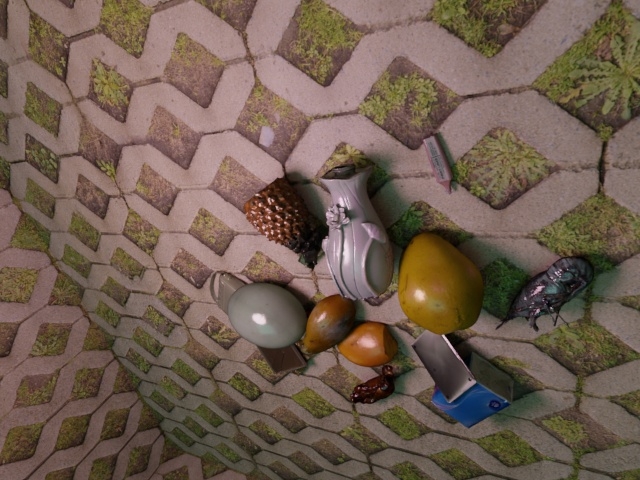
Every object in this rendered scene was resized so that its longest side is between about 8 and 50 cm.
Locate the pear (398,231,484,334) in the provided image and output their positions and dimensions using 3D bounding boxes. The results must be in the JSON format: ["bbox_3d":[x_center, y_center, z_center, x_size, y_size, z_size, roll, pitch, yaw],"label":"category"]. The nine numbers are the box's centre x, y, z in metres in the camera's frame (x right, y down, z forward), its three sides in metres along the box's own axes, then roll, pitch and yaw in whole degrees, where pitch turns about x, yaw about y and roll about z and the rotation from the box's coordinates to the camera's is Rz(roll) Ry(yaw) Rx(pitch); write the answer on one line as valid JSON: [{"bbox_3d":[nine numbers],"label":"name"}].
[{"bbox_3d":[0.398,0.143,1.358,0.284,0.284,0.337,-1,80,30],"label":"pear"}]

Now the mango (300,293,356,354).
[{"bbox_3d":[0.029,0.367,1.721,0.192,0.146,0.317,25,105,-29],"label":"mango"}]

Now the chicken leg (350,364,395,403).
[{"bbox_3d":[0.262,0.659,1.853,0.157,0.096,0.407,10,141,-15],"label":"chicken leg"}]

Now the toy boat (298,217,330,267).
[{"bbox_3d":[0.000,0.000,1.594,0.093,0.055,0.293,38,131,0],"label":"toy boat"}]

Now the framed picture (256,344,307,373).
[{"bbox_3d":[-0.211,0.585,2.089,0.289,0.020,0.211,-31,92,44],"label":"framed picture"}]

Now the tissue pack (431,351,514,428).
[{"bbox_3d":[0.599,0.598,1.608,0.198,0.146,0.264,34,131,4],"label":"tissue pack"}]

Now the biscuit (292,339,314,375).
[{"bbox_3d":[-0.136,0.589,2.081,0.187,0.036,0.274,34,132,10],"label":"biscuit"}]

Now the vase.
[{"bbox_3d":[0.121,-0.037,1.382,0.249,0.250,0.446,-1,112,30],"label":"vase"}]

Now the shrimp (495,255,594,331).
[{"bbox_3d":[0.698,0.201,1.270,0.137,0.172,0.372,26,123,4],"label":"shrimp"}]

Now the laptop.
[{"bbox_3d":[0.474,0.475,1.582,0.269,0.015,0.188,59,139,32],"label":"laptop"}]

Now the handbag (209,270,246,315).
[{"bbox_3d":[-0.469,0.264,2.026,0.219,0.079,0.256,33,132,20],"label":"handbag"}]

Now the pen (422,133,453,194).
[{"bbox_3d":[0.369,-0.230,1.250,0.053,0.032,0.197,-15,111,35],"label":"pen"}]

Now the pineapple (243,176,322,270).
[{"bbox_3d":[-0.106,-0.046,1.505,0.357,0.223,0.222,50,130,-5],"label":"pineapple"}]

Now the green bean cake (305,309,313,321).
[{"bbox_3d":[-0.007,0.384,1.858,0.135,0.056,0.136,-5,118,30],"label":"green bean cake"}]

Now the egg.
[{"bbox_3d":[-0.239,0.331,1.803,0.388,0.276,0.276,20,129,23],"label":"egg"}]

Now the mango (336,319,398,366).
[{"bbox_3d":[0.186,0.457,1.748,0.256,0.138,0.188,-22,97,31],"label":"mango"}]
